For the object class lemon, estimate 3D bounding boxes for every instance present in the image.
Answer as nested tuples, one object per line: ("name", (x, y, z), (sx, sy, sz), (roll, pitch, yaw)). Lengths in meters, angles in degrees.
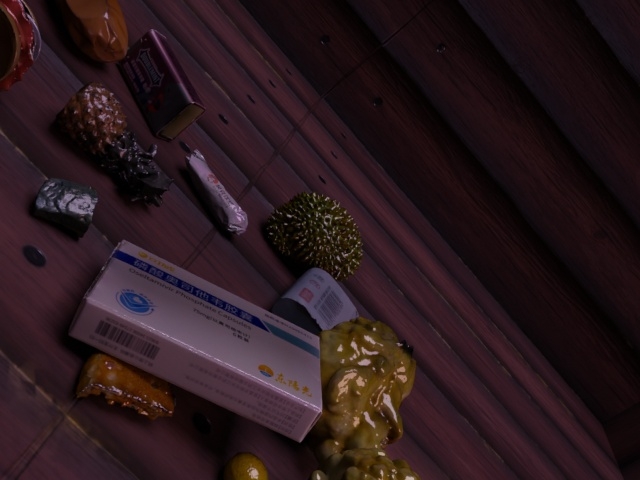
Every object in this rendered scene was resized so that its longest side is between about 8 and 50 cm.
("lemon", (-0.102, 0.328, 0.986), (0.062, 0.062, 0.083), (29, 27, -48))

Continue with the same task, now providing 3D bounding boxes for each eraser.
("eraser", (-0.004, 0.159, 1.492), (0.174, 0.081, 0.227), (55, 18, -2))

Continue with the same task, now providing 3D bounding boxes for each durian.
("durian", (-0.001, -0.003, 1.669), (0.237, 0.176, 0.200), (55, 34, -25))

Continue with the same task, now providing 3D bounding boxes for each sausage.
("sausage", (-0.479, -0.479, 1.498), (0.241, 0.120, 0.136), (62, -12, 22))

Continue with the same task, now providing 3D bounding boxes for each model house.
("model house", (-0.381, -0.054, 1.066), (0.083, 0.066, 0.078), (19, 44, -27))

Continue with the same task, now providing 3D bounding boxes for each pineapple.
("pineapple", (-0.349, -0.157, 1.251), (0.237, 0.111, 0.119), (50, 48, -22))

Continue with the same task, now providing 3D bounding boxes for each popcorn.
("popcorn", (0.064, 0.417, 1.023), (0.181, 0.217, 0.235), (5, 50, -29))
("popcorn", (0.046, 0.257, 1.238), (0.286, 0.215, 0.252), (5, 87, -59))

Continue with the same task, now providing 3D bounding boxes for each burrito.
("burrito", (-0.219, -0.095, 1.494), (0.203, 0.064, 0.064), (54, 19, 12))

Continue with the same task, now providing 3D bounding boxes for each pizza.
("pizza", (-0.245, 0.186, 0.945), (0.131, 0.041, 0.178), (42, 18, -8))

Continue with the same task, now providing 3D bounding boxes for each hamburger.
("hamburger", (-0.502, -0.308, 1.080), (0.175, 0.175, 0.137), (47, 13, -13))

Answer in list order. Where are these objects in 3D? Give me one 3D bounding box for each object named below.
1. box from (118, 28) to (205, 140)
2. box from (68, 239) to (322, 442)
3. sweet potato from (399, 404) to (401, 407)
("box", (-0.345, -0.335, 1.552), (0.224, 0.120, 0.069), (58, 16, 23))
("box", (-0.160, 0.136, 1.017), (0.343, 0.065, 0.200), (28, 19, -12))
("sweet potato", (0.112, 0.342, 1.451), (0.067, 0.067, 0.274), (57, 22, 16))
